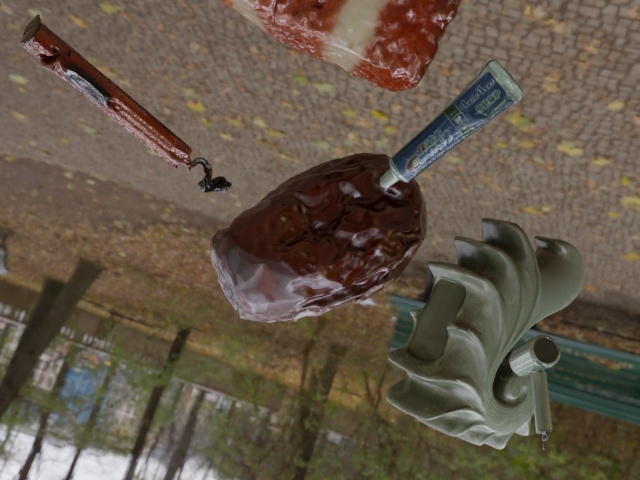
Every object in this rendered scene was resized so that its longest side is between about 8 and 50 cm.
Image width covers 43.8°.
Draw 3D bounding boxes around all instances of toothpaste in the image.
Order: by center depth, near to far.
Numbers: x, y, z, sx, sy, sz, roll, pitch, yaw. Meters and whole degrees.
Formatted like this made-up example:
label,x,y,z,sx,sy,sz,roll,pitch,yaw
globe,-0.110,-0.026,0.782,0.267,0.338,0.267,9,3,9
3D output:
label,x,y,z,sx,sy,sz,roll,pitch,yaw
toothpaste,0.145,-0.127,0.934,0.057,0.197,0.035,50,-160,1

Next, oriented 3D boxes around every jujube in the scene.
label,x,y,z,sx,sy,sz,roll,pitch,yaw
jujube,0.001,0.000,1.398,0.377,0.276,0.276,-19,173,-12

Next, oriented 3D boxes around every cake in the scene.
label,x,y,z,sx,sy,sz,roll,pitch,yaw
cake,0.034,-0.378,1.047,0.320,0.269,0.270,25,-173,-4

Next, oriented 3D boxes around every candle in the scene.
label,x,y,z,sx,sy,sz,roll,pitch,yaw
candle,-0.116,-0.075,0.501,0.167,0.021,0.026,42,-170,-39

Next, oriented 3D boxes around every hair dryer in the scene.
label,x,y,z,sx,sy,sz,roll,pitch,yaw
hair dryer,0.248,0.174,0.903,0.038,0.124,0.063,3,159,-10

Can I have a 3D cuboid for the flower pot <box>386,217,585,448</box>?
label,x,y,z,sx,sy,sz,roll,pitch,yaw
flower pot,0.272,0.143,1.303,0.254,0.367,0.165,24,176,-29
